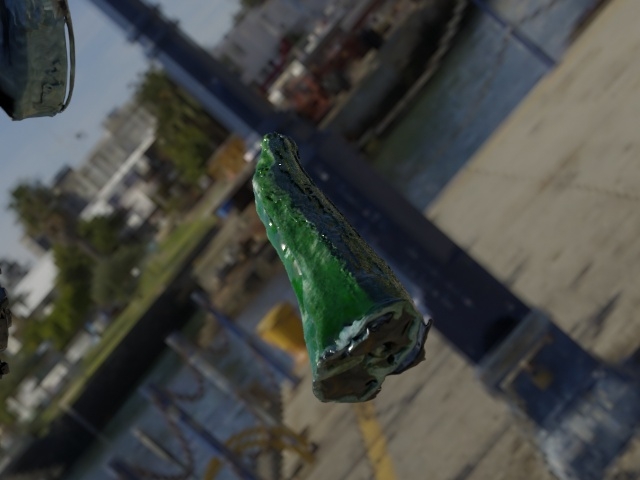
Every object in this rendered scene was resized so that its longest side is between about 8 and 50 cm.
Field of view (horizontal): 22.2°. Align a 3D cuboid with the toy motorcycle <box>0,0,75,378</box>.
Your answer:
[{"bbox_3d":[-0.127,0.006,0.424,0.315,0.113,0.169,-131,39,-54],"label":"toy motorcycle"}]

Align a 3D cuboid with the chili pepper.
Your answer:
[{"bbox_3d":[0.000,0.000,1.067,0.088,0.059,0.227,-41,44,17],"label":"chili pepper"}]
